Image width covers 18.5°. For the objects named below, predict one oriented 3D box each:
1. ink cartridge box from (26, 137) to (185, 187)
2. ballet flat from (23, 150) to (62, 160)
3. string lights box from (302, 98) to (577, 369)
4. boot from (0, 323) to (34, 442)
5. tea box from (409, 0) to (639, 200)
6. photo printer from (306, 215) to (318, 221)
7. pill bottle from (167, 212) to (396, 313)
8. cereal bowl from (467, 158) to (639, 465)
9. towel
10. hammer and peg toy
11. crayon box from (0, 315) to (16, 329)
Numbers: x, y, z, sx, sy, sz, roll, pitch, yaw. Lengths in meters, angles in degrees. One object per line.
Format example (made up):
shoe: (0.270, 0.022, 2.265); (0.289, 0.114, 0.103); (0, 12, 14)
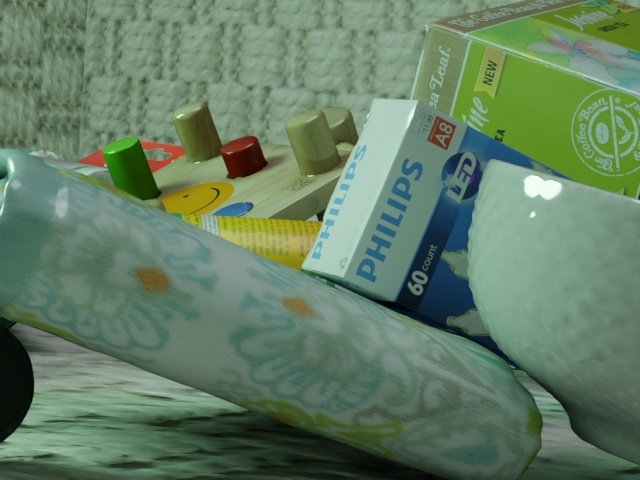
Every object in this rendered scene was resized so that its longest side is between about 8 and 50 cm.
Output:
ink cartridge box: (-0.243, -0.069, 1.953); (0.224, 0.056, 0.181); (-33, 26, -31)
ballet flat: (-0.352, -0.014, 2.258); (0.147, 0.147, 0.409); (5, 7, 12)
string lights box: (0.131, 0.013, 1.381); (0.259, 0.133, 0.077); (25, -5, -24)
boot: (-0.313, 0.065, 1.116); (0.263, 0.091, 0.229); (6, -2, -23)
tea box: (0.268, -0.054, 1.660); (0.323, 0.220, 0.329); (20, 20, 23)
photo printer: (-0.141, -0.002, 2.043); (0.256, 0.107, 0.307); (5, 6, -33)
pill bottle: (-0.034, 0.041, 1.532); (0.208, 0.118, 0.117); (4, 4, -8)
cereal bowl: (0.237, 0.062, 1.104); (0.339, 0.141, 0.339); (14, 4, -1)
towel: (-0.071, 0.035, 1.175); (0.320, 0.090, 0.374); (20, -1, -16)
hammer and peg toy: (-0.073, -0.048, 1.767); (0.361, 0.127, 0.266); (-31, 23, -30)
crayon box: (-0.336, -0.030, 1.655); (0.083, 0.203, 0.323); (-36, 14, -11)
